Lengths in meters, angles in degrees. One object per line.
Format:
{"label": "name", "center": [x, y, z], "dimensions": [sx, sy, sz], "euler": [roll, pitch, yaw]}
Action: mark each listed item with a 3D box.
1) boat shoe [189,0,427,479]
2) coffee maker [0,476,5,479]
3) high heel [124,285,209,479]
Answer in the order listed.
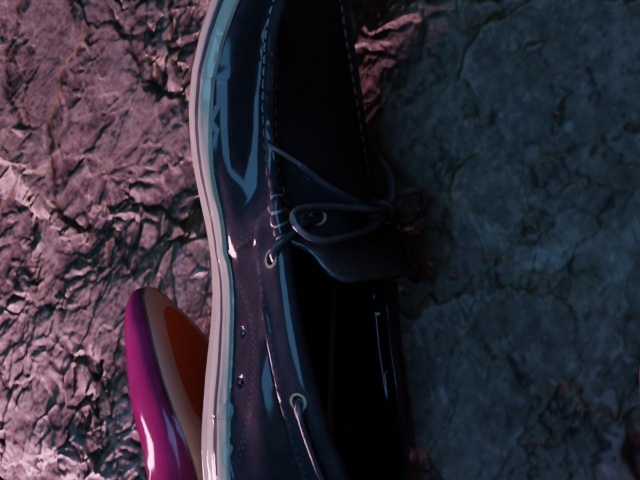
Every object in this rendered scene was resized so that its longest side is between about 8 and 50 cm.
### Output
{"label": "boat shoe", "center": [0.000, 0.000, 1.381], "dimensions": [0.156, 0.186, 0.500], "euler": [-2, 87, 36]}
{"label": "coffee maker", "center": [-0.320, 0.268, 1.650], "dimensions": [0.178, 0.171, 0.120], "euler": [35, 131, 17]}
{"label": "high heel", "center": [-0.140, 0.236, 1.489], "dimensions": [0.181, 0.127, 0.377], "euler": [-28, 69, 24]}
